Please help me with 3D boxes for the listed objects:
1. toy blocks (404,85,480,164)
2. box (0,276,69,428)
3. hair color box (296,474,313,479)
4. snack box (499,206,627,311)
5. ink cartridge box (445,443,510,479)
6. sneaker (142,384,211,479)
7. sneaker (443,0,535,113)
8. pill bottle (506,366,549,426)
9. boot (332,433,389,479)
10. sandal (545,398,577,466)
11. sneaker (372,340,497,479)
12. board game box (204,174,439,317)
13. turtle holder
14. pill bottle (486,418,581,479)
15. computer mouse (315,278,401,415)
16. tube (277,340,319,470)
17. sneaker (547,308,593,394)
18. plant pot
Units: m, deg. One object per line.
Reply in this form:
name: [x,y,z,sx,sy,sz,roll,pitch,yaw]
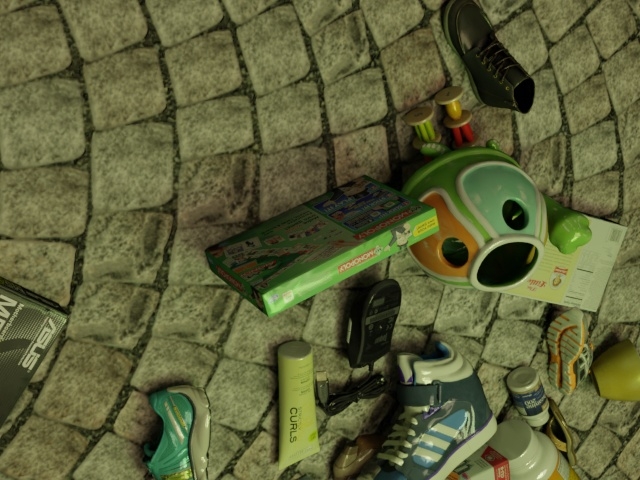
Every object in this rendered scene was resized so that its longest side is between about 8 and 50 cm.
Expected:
toy blocks: [0.220,-0.177,1.871,0.123,0.054,0.148,-36,123,-16]
box: [-0.528,0.172,1.545,0.216,0.060,0.270,32,90,-35]
hair color box: [-0.132,0.604,1.917,0.374,0.113,0.185,-26,120,-21]
snack box: [0.444,0.024,2.079,0.321,0.060,0.187,12,101,-34]
ink cartridge box: [0.266,0.487,2.104,0.176,0.128,0.127,-19,117,-25]
sneaker: [-0.243,0.370,1.788,0.109,0.107,0.275,0,104,-11]
sneaker: [0.296,-0.319,1.823,0.083,0.118,0.222,-41,124,-12]
pill bottle: [0.427,0.321,2.176,0.067,0.067,0.120,-35,122,-15]
boot: [0.073,0.416,2.020,0.118,0.042,0.087,-1,117,-35]
sandal: [0.505,0.417,2.269,0.049,0.072,0.180,-19,123,0]
sneaker: [0.162,0.330,1.978,0.322,0.130,0.236,-34,102,-20]
board game box: [0.000,0.000,1.707,0.317,0.213,0.046,-26,120,-20]
turtle holder: [0.288,-0.016,1.841,0.320,0.227,0.243,27,111,-40]
pill bottle: [0.440,0.477,2.201,0.136,0.136,0.246,-46,125,-9]
computer mouse: [0.055,0.187,1.902,0.184,0.060,0.262,-21,128,-35]
tube: [-0.039,0.294,1.892,0.070,0.062,0.240,2,117,5]
sneaker: [0.518,0.217,2.182,0.083,0.084,0.215,-26,136,-26]
plant pot: [0.626,0.286,2.260,0.095,0.134,0.134,-18,119,4]
